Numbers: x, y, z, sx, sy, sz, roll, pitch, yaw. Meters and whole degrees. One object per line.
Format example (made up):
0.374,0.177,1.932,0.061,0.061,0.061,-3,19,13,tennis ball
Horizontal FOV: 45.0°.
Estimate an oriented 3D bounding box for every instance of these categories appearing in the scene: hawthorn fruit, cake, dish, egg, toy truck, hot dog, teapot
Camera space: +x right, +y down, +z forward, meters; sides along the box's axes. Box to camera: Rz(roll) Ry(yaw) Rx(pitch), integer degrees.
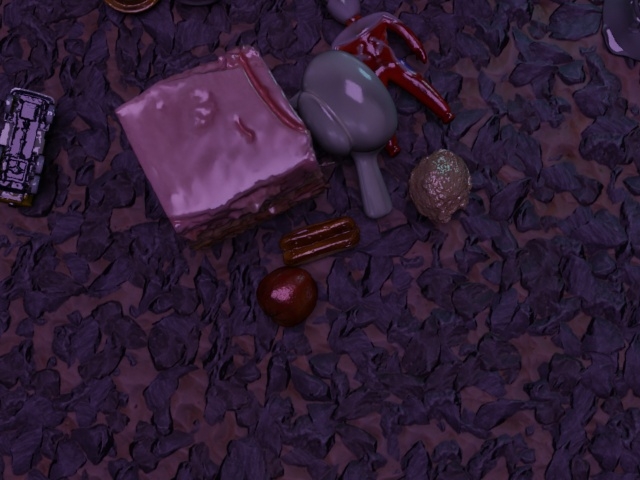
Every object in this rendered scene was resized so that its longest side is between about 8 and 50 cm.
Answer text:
-0.062,0.104,1.486,0.128,0.128,0.128,0,86,2,hawthorn fruit
-0.178,-0.159,1.416,0.314,0.307,0.293,-31,84,-1,cake
0.659,-0.471,1.528,0.224,0.078,0.246,-31,85,1,dish
0.231,-0.105,1.494,0.118,0.116,0.140,17,85,31,egg
-0.592,-0.178,1.527,0.098,0.114,0.227,13,86,-19,toy truck
0.000,0.000,1.528,0.165,0.045,0.071,-18,84,0,hot dog
0.071,-0.198,1.438,0.149,0.220,0.318,-40,95,-9,teapot

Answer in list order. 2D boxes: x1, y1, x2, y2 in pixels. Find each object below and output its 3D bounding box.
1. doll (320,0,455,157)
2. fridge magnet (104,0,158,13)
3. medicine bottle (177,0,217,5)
0.105,-0.363,1.533,0.188,0.099,0.384,-29,89,7,doll
-0.385,-0.532,1.572,0.143,0.063,0.143,0,83,-1,fridge magnet
-0.251,-0.567,1.550,0.105,0.105,0.168,-3,85,2,medicine bottle
